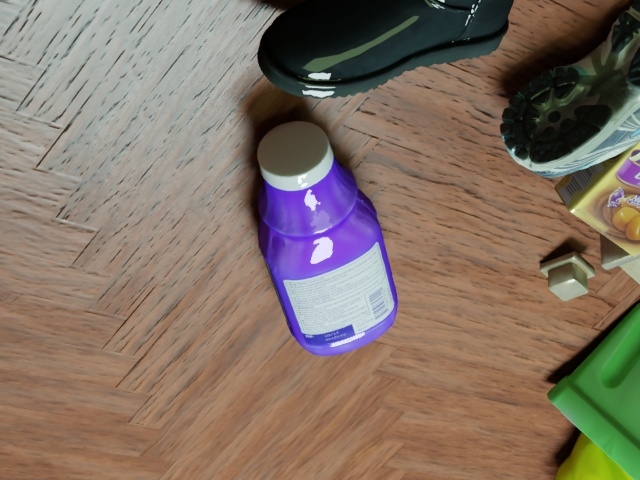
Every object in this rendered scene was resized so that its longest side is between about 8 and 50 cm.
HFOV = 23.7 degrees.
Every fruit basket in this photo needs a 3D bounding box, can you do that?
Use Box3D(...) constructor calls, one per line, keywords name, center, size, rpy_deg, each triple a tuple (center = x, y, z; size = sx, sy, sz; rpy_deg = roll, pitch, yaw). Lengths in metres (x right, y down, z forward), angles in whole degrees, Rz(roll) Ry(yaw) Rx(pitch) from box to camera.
Box3D(name="fruit basket", center=(0.453, 0.277, 1.932), size=(0.392, 0.283, 0.392), rpy_deg=(-17, 126, -24))

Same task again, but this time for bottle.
Box3D(name="bottle", center=(0.000, 0.000, 1.466), size=(0.118, 0.092, 0.283), rpy_deg=(-23, 142, -4))

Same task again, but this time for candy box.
Box3D(name="candy box", center=(0.345, -0.083, 1.563), size=(0.109, 0.053, 0.186), rpy_deg=(31, 110, -32))

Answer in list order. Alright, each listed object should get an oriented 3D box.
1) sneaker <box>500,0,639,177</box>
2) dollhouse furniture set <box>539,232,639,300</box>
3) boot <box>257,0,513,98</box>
Box3D(name="sneaker", center=(0.306, -0.154, 1.471), size=(0.283, 0.110, 0.122), rpy_deg=(-28, 160, 8))
Box3D(name="dollhouse furniture set", center=(0.479, -0.002, 1.736), size=(0.355, 0.174, 0.303), rpy_deg=(-22, 137, 32))
Box3D(name="boot", center=(0.075, -0.229, 1.232), size=(0.246, 0.094, 0.207), rpy_deg=(-14, 145, -25))
